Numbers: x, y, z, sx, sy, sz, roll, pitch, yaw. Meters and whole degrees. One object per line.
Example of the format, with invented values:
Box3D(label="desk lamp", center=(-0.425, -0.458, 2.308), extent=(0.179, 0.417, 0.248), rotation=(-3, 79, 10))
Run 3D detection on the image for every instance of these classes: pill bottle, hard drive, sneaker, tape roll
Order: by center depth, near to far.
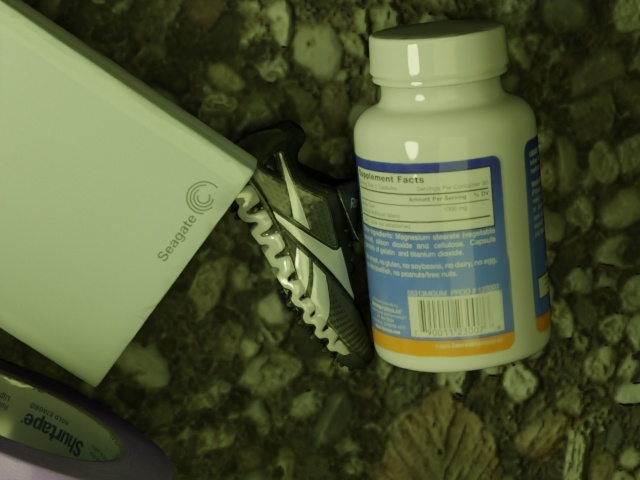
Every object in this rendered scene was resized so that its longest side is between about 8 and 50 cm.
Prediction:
Box3D(label="tape roll", center=(-0.256, 0.167, 1.513), extent=(0.275, 0.275, 0.090), rotation=(23, 96, -15))
Box3D(label="hard drive", center=(-0.261, -0.067, 1.545), extent=(0.353, 0.047, 0.233), rotation=(34, 107, -12))
Box3D(label="pill bottle", center=(0.107, -0.040, 1.604), extent=(0.152, 0.152, 0.272), rotation=(-8, 103, -9))
Box3D(label="sneaker", center=(0.000, 0.000, 1.629), extent=(0.106, 0.078, 0.234), rotation=(-32, 104, 0))
